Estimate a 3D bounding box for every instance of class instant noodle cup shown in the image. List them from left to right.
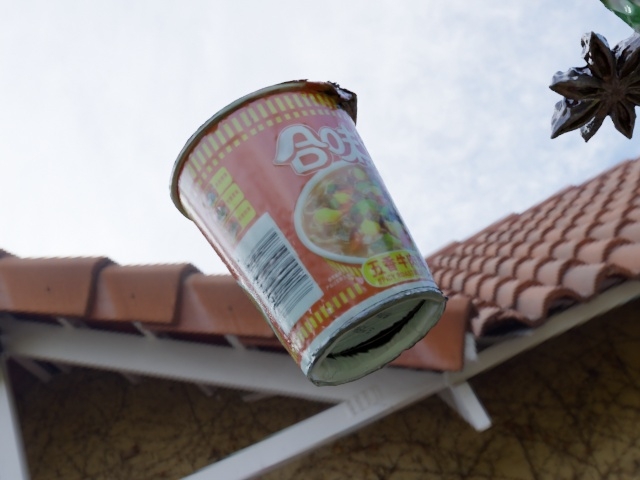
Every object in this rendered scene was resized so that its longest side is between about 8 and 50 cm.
[{"bbox_3d":[0.000,0.000,0.722,0.193,0.212,0.193,-25,-28,-14],"label":"instant noodle cup"}]

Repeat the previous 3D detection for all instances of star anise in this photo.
[{"bbox_3d":[0.455,-0.243,1.284,0.262,0.081,0.230,-29,-53,15],"label":"star anise"}]

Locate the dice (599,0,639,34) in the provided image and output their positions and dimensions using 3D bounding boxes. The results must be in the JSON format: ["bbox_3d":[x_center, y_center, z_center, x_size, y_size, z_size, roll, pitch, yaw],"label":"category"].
[{"bbox_3d":[0.309,-0.232,0.692,0.131,0.128,0.120,33,-89,-23],"label":"dice"}]
